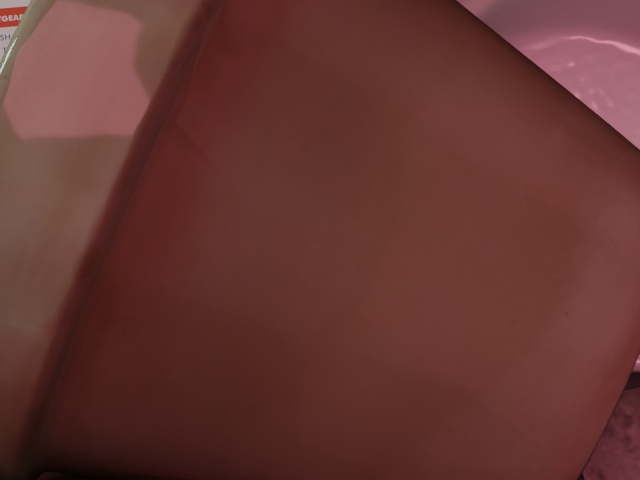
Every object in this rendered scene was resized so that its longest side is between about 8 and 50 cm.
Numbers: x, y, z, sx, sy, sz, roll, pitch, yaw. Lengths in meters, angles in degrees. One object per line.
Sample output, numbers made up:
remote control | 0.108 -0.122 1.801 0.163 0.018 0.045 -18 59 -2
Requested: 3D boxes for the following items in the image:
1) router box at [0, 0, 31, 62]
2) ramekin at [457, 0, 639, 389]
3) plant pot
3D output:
router box | -0.238 -0.015 0.987 0.335 0.082 0.301 -5 73 -8
ramekin | 0.168 -0.043 1.012 0.277 0.135 0.277 2 72 -6
plant pot | 0.000 0.000 0.802 0.280 0.323 0.323 24 72 -1
